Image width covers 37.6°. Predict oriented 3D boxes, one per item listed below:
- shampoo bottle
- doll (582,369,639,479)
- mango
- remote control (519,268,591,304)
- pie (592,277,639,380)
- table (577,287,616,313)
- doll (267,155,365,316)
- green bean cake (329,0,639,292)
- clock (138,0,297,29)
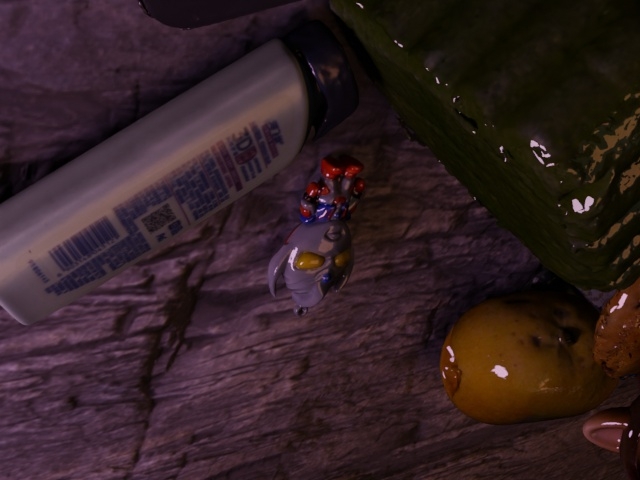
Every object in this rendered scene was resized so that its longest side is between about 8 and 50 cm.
[{"bbox_3d":[-0.129,-0.057,0.831,0.359,0.078,0.134,-33,148,-10],"label":"shampoo bottle"},{"bbox_3d":[0.450,0.206,1.055,0.317,0.209,0.340,-10,145,-16],"label":"doll"},{"bbox_3d":[0.320,0.189,1.391,0.252,0.182,0.365,-15,154,20],"label":"mango"},{"bbox_3d":[0.378,0.092,1.486,0.072,0.042,0.222,-48,145,15],"label":"remote control"},{"bbox_3d":[0.441,0.081,1.129,0.273,0.069,0.273,-17,145,-12],"label":"pie"},{"bbox_3d":[0.482,-0.074,1.247,0.272,0.222,0.335,9,124,-48],"label":"table"},{"bbox_3d":[0.001,0.000,1.027,0.104,0.062,0.195,-21,134,-53],"label":"doll"},{"bbox_3d":[0.198,-0.144,0.834,0.218,0.319,0.335,-43,149,-1],"label":"green bean cake"},{"bbox_3d":[-0.026,-0.272,0.603,0.278,0.049,0.273,-14,138,7],"label":"clock"}]
